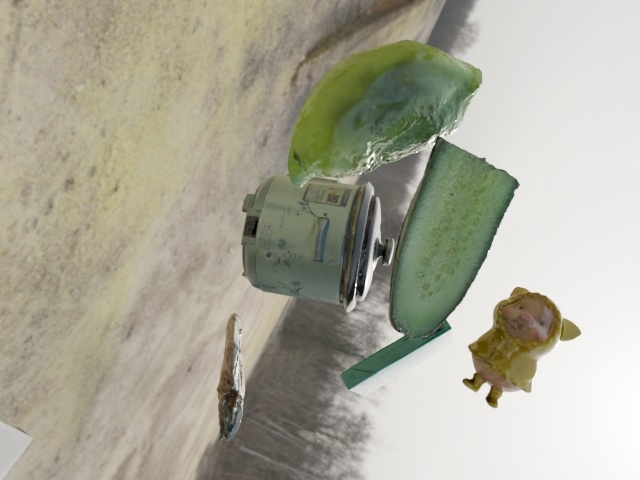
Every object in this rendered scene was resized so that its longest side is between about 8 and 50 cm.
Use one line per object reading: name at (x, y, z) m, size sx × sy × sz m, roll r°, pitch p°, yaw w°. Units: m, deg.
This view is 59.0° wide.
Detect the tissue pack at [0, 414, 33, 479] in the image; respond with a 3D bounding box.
tissue pack at (-0.415, 0.193, 0.548) m, size 0.136 × 0.159 × 0.246 m, roll -56°, pitch 173°, yaw -28°

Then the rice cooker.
rice cooker at (0.000, 0.000, 1.141) m, size 0.316 × 0.316 × 0.265 m, roll 101°, pitch -1°, yaw -84°

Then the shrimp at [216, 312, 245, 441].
shrimp at (-0.199, 0.291, 1.263) m, size 0.317 × 0.062 × 0.164 m, roll -97°, pitch -170°, yaw -52°

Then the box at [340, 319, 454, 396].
box at (0.159, 0.233, 1.124) m, size 0.226 × 0.042 × 0.161 m, roll -31°, pitch 155°, yaw 2°

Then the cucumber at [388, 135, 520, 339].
cucumber at (0.139, 0.003, 0.685) m, size 0.063 × 0.115 × 0.244 m, roll -110°, pitch -142°, yaw -69°

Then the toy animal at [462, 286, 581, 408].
toy animal at (0.371, 0.207, 1.084) m, size 0.230 × 0.156 × 0.156 m, roll -51°, pitch 179°, yaw 1°

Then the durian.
durian at (0.070, -0.155, 0.665) m, size 0.101 × 0.250 × 0.139 m, roll -149°, pitch -140°, yaw -75°
